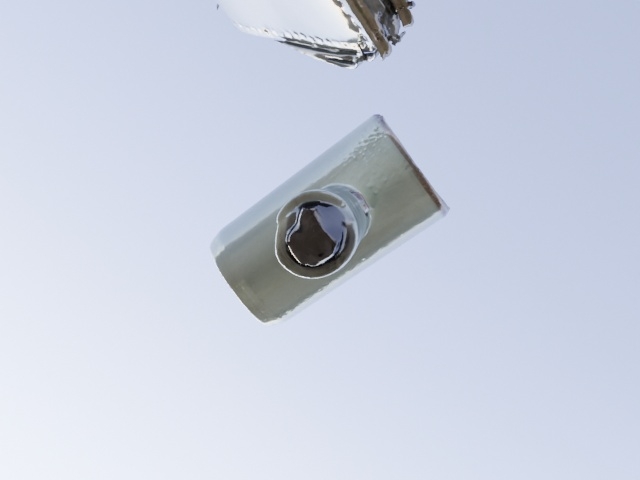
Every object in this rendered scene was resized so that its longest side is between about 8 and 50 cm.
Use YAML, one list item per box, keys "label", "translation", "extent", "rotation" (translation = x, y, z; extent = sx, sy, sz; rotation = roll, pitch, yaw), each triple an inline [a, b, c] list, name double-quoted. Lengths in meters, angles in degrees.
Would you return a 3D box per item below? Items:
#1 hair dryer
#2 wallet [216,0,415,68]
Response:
- label: "hair dryer"
  translation: [0.000, 0.000, 0.446]
  extent: [0.131, 0.236, 0.073]
  rotation: [-35, -86, 5]
- label: "wallet"
  translation: [-0.051, -0.180, 0.359]
  extent: [0.170, 0.069, 0.231]
  rotation: [29, -19, 52]
